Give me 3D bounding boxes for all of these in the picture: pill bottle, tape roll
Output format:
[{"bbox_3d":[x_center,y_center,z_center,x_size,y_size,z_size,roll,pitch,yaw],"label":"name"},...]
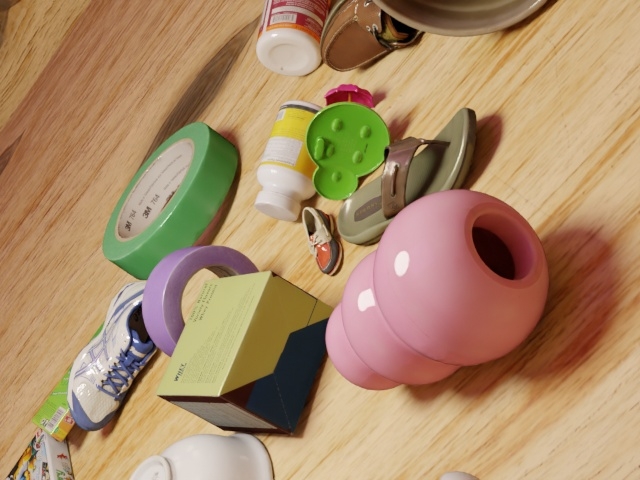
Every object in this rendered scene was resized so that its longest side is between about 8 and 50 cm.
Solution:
[{"bbox_3d":[-0.044,-0.129,2.029,0.103,0.103,0.184,-7,60,57],"label":"pill bottle"},{"bbox_3d":[-0.291,-0.078,2.376,0.321,0.077,0.321,-39,29,27],"label":"tape roll"},{"bbox_3d":[-0.182,0.103,1.967,0.080,0.189,0.189,-6,61,57],"label":"tape roll"},{"bbox_3d":[-0.044,-0.419,2.261,0.121,0.121,0.221,-30,42,45],"label":"pill bottle"}]

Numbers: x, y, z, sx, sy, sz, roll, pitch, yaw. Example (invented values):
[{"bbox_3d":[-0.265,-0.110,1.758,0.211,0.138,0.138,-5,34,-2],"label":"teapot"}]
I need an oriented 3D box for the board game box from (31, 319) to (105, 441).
[{"bbox_3d":[-0.455,0.262,2.402,0.259,0.039,0.124,-58,28,-12],"label":"board game box"}]

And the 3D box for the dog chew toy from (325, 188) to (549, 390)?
[{"bbox_3d":[0.120,0.080,1.488,0.332,0.206,0.207,-42,33,47],"label":"dog chew toy"}]

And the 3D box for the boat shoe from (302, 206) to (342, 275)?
[{"bbox_3d":[0.000,0.000,1.908,0.049,0.043,0.137,-44,34,27],"label":"boat shoe"}]

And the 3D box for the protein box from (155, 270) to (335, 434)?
[{"bbox_3d":[-0.109,0.168,1.831,0.201,0.136,0.200,-10,53,56],"label":"protein box"}]

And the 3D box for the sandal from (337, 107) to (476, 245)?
[{"bbox_3d":[0.111,-0.085,1.749,0.302,0.086,0.120,-37,38,39],"label":"sandal"}]

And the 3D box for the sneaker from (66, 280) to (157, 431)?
[{"bbox_3d":[-0.368,0.210,2.267,0.131,0.111,0.297,1,68,59],"label":"sneaker"}]

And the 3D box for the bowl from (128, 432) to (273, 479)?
[{"bbox_3d":[-0.208,0.403,1.809,0.298,0.134,0.298,-38,37,37],"label":"bowl"}]

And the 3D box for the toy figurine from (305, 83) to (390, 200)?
[{"bbox_3d":[0.041,-0.174,1.956,0.159,0.130,0.173,-84,7,-58],"label":"toy figurine"}]

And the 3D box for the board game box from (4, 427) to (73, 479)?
[{"bbox_3d":[-0.539,0.508,2.351,0.193,0.053,0.305,-55,29,13],"label":"board game box"}]

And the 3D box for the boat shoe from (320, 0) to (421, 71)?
[{"bbox_3d":[0.105,-0.359,1.970,0.307,0.110,0.104,-40,34,36],"label":"boat shoe"}]

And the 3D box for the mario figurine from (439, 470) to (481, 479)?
[{"bbox_3d":[0.177,0.348,1.274,0.320,0.170,0.198,-11,19,43],"label":"mario figurine"}]

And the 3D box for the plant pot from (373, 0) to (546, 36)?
[{"bbox_3d":[0.210,-0.495,1.761,0.323,0.323,0.280,-40,19,36],"label":"plant pot"}]
